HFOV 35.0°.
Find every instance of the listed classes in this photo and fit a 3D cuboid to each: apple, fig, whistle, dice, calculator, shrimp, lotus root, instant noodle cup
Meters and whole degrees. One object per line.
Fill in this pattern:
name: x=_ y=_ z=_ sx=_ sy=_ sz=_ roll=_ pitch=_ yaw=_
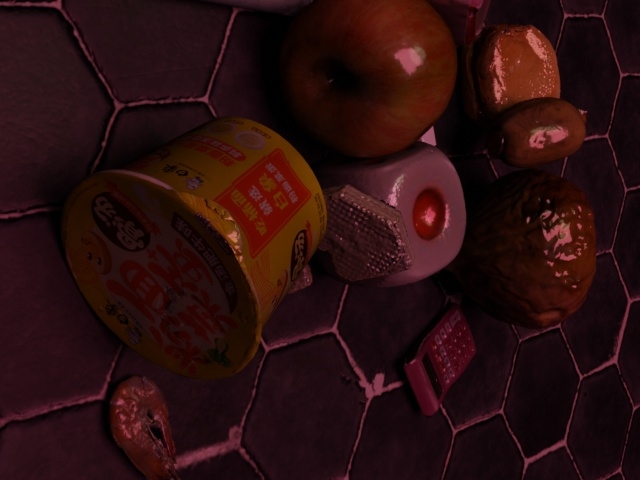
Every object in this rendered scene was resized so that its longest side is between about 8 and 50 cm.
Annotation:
apple: x=0.079 y=-0.255 z=1.507 sx=0.264 sy=0.264 sz=0.264 roll=-4 pitch=96 yaw=-44
fig: x=0.290 y=0.018 z=1.761 sx=0.368 sy=0.286 sz=0.286 roll=-5 pitch=97 yaw=-19
whistle: x=-0.128 y=-0.359 z=1.426 sx=0.312 sy=0.062 sz=0.062 roll=-1 pitch=94 yaw=-44
dice: x=0.100 y=-0.043 z=1.581 sx=0.193 sy=0.191 sz=0.194 roll=-29 pitch=114 yaw=-41
calculator: x=0.214 y=0.210 z=1.822 sx=0.190 sy=0.034 sz=0.127 roll=-46 pitch=122 yaw=-39
shrimp: x=-0.230 y=0.269 z=1.388 sx=0.101 sy=0.042 sz=0.190 roll=-46 pitch=122 yaw=-41
lotus root: x=0.389 y=-0.193 z=1.768 sx=0.220 sy=0.118 sz=0.125 roll=-19 pitch=63 yaw=-20
instant noodle cup: x=-0.143 y=-0.008 z=1.293 sx=0.221 sy=0.311 sz=0.311 roll=-47 pitch=124 yaw=-43

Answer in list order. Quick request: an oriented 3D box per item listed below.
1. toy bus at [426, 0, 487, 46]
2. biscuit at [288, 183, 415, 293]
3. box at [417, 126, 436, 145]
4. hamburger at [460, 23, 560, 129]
toy bus: x=0.212 y=-0.408 z=1.627 sx=0.302 sy=0.127 sz=0.147 roll=31 pitch=73 yaw=-83
biscuit: x=0.000 y=0.000 z=1.461 sx=0.046 sy=0.250 sz=0.147 roll=-68 pitch=144 yaw=-61
box: x=0.136 y=-0.226 z=1.677 sx=0.040 sy=0.084 sz=0.154 roll=-28 pitch=112 yaw=-42
hamburger: x=0.347 y=-0.298 z=1.859 sx=0.213 sy=0.108 sz=0.214 roll=-5 pitch=97 yaw=-43
